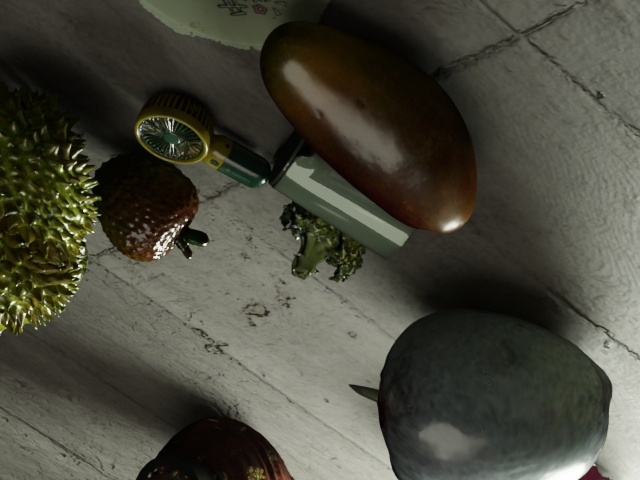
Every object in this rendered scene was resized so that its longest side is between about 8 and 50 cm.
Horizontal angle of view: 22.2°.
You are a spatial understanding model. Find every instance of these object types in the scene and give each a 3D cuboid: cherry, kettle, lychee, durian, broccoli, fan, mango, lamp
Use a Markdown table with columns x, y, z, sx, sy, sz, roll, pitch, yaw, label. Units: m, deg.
| x | y | z | sx | sy | sz | roll | pitch | yaw | label |
| --- | --- | --- | --- | --- | --- | --- | --- | --- | --- |
| 0.177 | 0.188 | 1.819 | 0.296 | 0.218 | 0.255 | -1 | 139 | 8 | cherry |
| 0.030 | -0.062 | 1.663 | 0.148 | 0.127 | 0.098 | 29 | 114 | -9 | kettle |
| -0.188 | -0.034 | 1.788 | 0.146 | 0.114 | 0.114 | 41 | 146 | 2 | lychee |
| -0.357 | -0.033 | 1.746 | 0.225 | 0.291 | 0.291 | -2 | 150 | -16 | durian |
| 0.000 | 0.000 | 1.756 | 0.095 | 0.092 | 0.097 | 28 | 166 | 12 | broccoli |
| -0.121 | -0.102 | 1.718 | 0.155 | 0.039 | 0.082 | 29 | 145 | -16 | fan |
| 0.054 | -0.115 | 1.539 | 0.267 | 0.111 | 0.133 | 42 | 138 | -18 | mango |
| -0.137 | 0.363 | 2.235 | 0.247 | 0.247 | 0.247 | 14 | 146 | 10 | lamp |
| -0.130 | -0.309 | 1.448 | 0.233 | 0.012 | 0.414 | -1 | 144 | 27 | fan |

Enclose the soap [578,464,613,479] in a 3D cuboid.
| x | y | z | sx | sy | sz | roll | pitch | yaw | label |
| --- | --- | --- | --- | --- | --- | --- | --- | --- | --- |
| 0.258 | 0.328 | 2.086 | 0.250 | 0.099 | 0.162 | 5 | 137 | 22 | soap |
